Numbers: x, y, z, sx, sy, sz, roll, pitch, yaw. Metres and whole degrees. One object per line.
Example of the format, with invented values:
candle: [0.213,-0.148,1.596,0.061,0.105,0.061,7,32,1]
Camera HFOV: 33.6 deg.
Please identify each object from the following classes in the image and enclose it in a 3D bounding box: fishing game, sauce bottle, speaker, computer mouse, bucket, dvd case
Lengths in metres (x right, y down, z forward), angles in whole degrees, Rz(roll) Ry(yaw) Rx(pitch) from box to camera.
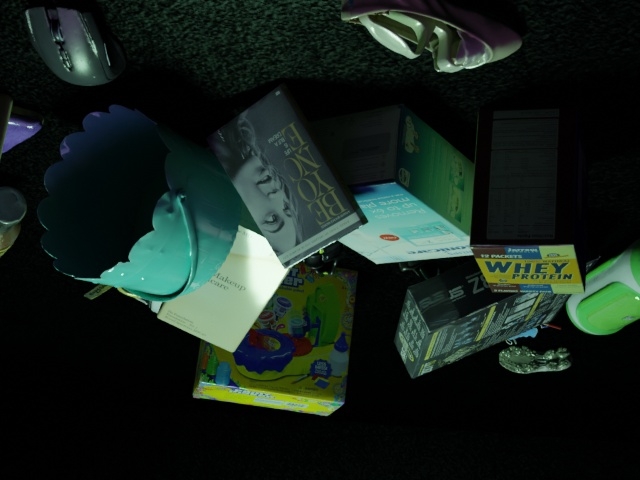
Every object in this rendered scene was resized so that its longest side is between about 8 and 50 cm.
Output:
fishing game: [0.406,0.213,2.431,0.189,0.041,0.264,18,158,-36]
sauce bottle: [-0.630,-0.022,1.995,0.111,0.111,0.344,15,159,-23]
speaker: [0.547,0.082,1.884,0.131,0.131,0.296,10,161,-9]
computer mouse: [-0.352,-0.255,1.315,0.184,0.060,0.262,5,160,3]
bucket: [-0.265,-0.048,1.583,0.281,0.281,0.183,-9,159,38]
dvd case: [-0.050,-0.085,1.475,0.164,0.221,0.018,-29,-177,38]

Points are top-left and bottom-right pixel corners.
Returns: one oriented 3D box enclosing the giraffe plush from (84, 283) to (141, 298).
giraffe plush: [-0.350,-0.018,1.877,0.181,0.210,0.170,17,129,14]

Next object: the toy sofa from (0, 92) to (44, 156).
toy sofa: [-0.587,-0.114,1.658,0.177,0.150,0.362,21,156,-33]

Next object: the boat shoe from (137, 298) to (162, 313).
boat shoe: [-0.336,0.065,2.080,0.105,0.113,0.306,21,-174,-11]

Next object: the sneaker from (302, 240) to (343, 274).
sneaker: [0.000,0.000,1.867,0.084,0.097,0.234,1,160,16]

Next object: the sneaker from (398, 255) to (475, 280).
sneaker: [0.220,0.036,1.890,0.267,0.106,0.101,22,154,-40]

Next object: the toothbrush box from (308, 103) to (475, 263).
toothbrush box: [0.101,-0.074,1.584,0.216,0.126,0.295,-6,158,34]

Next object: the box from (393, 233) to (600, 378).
box: [0.302,0.116,1.904,0.318,0.097,0.395,-24,163,-7]

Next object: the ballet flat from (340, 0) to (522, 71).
ballet flat: [0.125,-0.233,1.190,0.248,0.086,0.086,18,158,-30]

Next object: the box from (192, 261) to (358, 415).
box: [-0.094,0.192,2.170,0.290,0.279,0.177,9,161,-9]

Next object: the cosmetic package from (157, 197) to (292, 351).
cosmetic package: [-0.149,0.043,1.815,0.160,0.113,0.309,25,136,-9]

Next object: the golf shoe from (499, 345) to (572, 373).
golf shoe: [0.528,0.298,2.597,0.176,0.069,0.086,1,166,17]

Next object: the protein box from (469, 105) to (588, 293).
protein box: [0.295,-0.051,1.468,0.136,0.201,0.200,0,160,19]
